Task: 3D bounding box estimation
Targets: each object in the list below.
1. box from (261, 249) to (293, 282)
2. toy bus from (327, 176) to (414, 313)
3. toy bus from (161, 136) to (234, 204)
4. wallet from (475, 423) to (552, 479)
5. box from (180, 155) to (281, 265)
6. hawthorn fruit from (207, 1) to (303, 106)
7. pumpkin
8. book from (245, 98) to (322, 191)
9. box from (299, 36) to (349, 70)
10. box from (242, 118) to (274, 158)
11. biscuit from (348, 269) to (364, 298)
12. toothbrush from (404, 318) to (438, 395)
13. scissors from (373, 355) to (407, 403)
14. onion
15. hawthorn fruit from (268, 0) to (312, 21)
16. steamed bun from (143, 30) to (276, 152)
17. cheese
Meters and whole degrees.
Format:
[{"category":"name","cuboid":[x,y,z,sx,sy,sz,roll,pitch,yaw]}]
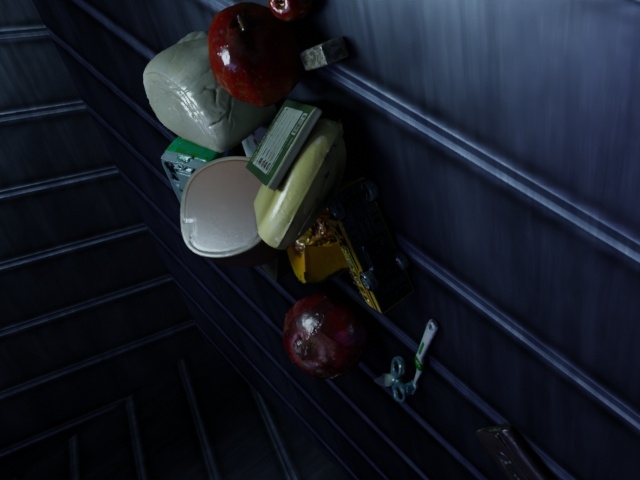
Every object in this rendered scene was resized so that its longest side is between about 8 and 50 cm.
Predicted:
[{"category":"box","cuboid":[-0.161,-0.029,1.970,0.273,0.143,0.184,46,155,24]},{"category":"toy bus","cuboid":[0.113,0.008,1.529,0.123,0.121,0.336,23,142,62]},{"category":"toy bus","cuboid":[-0.363,-0.196,2.036,0.183,0.199,0.344,16,146,19]},{"category":"wallet","cuboid":[0.506,0.577,1.609,0.229,0.049,0.182,54,160,8]},{"category":"box","cuboid":[-0.223,-0.062,1.762,0.301,0.301,0.216,44,179,26]},{"category":"hawthorn fruit","cuboid":[-0.142,-0.410,1.352,0.215,0.215,0.250,48,168,18]},{"category":"pumpkin","cuboid":[-0.001,0.000,1.664,0.280,0.139,0.190,111,141,-64]},{"category":"book","cuboid":[-0.091,-0.227,1.444,0.027,0.202,0.264,28,-175,-22]},{"category":"box","cuboid":[0.007,-0.382,1.285,0.098,0.062,0.045,13,129,60]},{"category":"box","cuboid":[-0.130,-0.261,1.699,0.243,0.067,0.155,30,144,44]},{"category":"biscuit","cuboid":[0.114,0.089,1.740,0.126,0.025,0.206,3,124,61]},{"category":"toothbrush","cuboid":[0.280,0.333,1.742,0.418,0.040,0.042,97,149,-51]},{"category":"scissors","cuboid":[0.215,0.432,1.947,0.289,0.041,0.138,133,133,-73]},{"category":"onion","cuboid":[0.010,0.298,1.940,0.276,0.276,0.276,43,153,27]},{"category":"hawthorn fruit","cuboid":[-0.063,-0.480,1.253,0.093,0.093,0.093,43,153,27]},{"category":"steamed bun","cuboid":[-0.310,-0.402,1.631,0.383,0.247,0.236,32,150,45]},{"category":"cheese","cuboid":[-0.043,-0.146,1.436,0.128,0.316,0.260,27,-157,-27]}]
